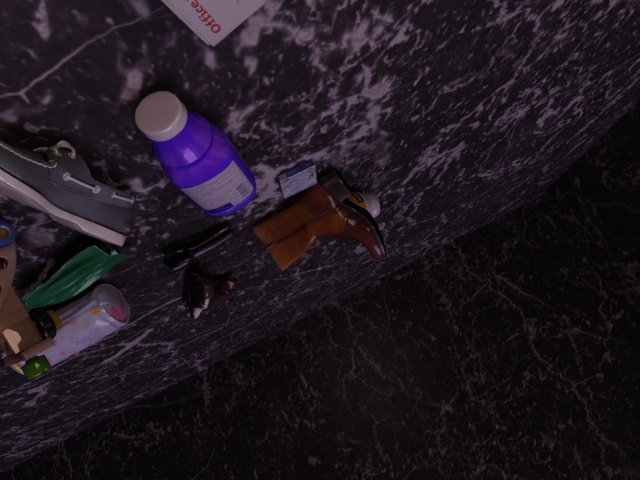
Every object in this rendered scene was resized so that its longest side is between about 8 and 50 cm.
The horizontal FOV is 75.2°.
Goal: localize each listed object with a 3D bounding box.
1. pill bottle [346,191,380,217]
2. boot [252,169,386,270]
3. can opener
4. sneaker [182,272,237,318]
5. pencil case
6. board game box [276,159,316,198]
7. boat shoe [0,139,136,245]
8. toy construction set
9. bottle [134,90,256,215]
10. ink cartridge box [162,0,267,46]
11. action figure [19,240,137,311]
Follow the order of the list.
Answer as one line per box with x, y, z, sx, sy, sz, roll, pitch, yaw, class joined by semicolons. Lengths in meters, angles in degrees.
0.077;-0.082;1.185;0.184;0.103;0.103;-17;159;-31;pill bottle
0.000;0.000;1.071;0.280;0.264;0.096;-35;-165;16;boot
-0.291;0.016;0.998;0.186;0.073;0.059;-32;156;-19;can opener
-0.316;0.138;1.242;0.162;0.107;0.281;-24;172;-30;sneaker
-0.596;0.207;0.979;0.272;0.114;0.124;-28;142;0;pencil case
-0.054;-0.142;0.971;0.090;0.020;0.090;-26;161;-7;board game box
-0.379;-0.090;0.583;0.319;0.116;0.099;57;51;-65;boat shoe
-0.542;0.141;0.589;0.308;0.238;0.257;-24;-165;11;toy construction set
-0.196;-0.131;0.683;0.118;0.092;0.283;-29;161;0;bottle
-0.091;-0.303;0.409;0.175;0.073;0.127;-33;161;13;ink cartridge box
-0.504;0.071;0.826;0.232;0.064;0.137;-33;163;1;action figure
